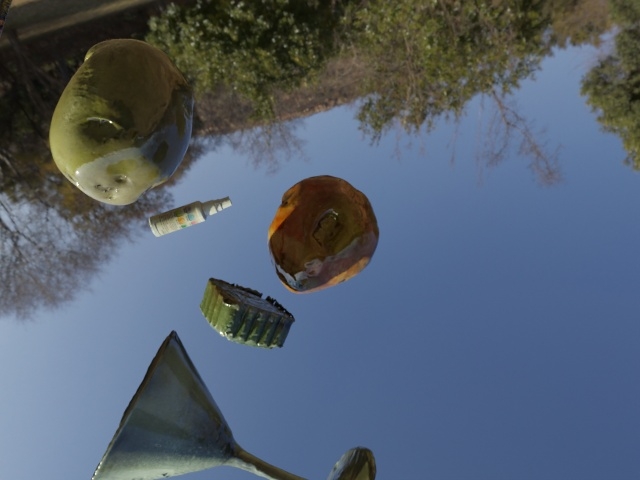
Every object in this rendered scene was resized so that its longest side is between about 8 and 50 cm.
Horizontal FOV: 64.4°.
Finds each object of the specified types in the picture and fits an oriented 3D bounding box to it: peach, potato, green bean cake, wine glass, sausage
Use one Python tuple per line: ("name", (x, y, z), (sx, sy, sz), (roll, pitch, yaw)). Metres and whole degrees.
("peach", (0.000, 0.000, 0.977), (0.214, 0.214, 0.236), (0, -131, 39))
("potato", (-0.383, -0.238, 1.014), (0.221, 0.242, 0.327), (113, -3, -75))
("green bean cake", (-0.171, 0.168, 1.148), (0.173, 0.181, 0.094), (27, -86, 57))
("wine glass", (-0.131, 0.355, 0.826), (0.267, 0.405, 0.267), (-59, -173, 12))
("sausage", (-0.527, -0.357, 0.828), (0.025, 0.028, 0.199), (12, -97, 17))

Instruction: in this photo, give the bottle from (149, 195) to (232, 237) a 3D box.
("bottle", (-0.342, -0.070, 1.351), (0.217, 0.060, 0.060), (-19, -153, -2))
